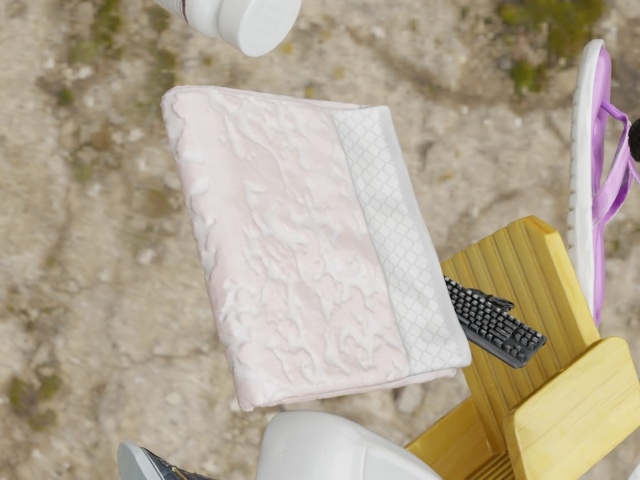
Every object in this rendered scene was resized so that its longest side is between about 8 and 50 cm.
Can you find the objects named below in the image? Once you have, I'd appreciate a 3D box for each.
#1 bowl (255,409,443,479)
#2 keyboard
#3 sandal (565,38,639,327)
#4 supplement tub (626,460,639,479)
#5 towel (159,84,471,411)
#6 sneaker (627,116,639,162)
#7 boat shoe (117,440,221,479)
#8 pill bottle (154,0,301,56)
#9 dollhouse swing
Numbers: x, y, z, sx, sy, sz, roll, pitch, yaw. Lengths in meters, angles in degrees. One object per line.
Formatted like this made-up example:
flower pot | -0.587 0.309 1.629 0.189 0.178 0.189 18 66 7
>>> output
bowl | 0.026 0.164 0.750 0.142 0.053 0.142 35 47 -41
keyboard | 0.192 0.085 1.756 0.108 0.180 0.023 -35 152 -52
sandal | 0.396 -0.070 1.978 0.169 0.102 0.416 -44 136 -70
supplement tub | 0.336 0.314 1.152 0.241 0.241 0.331 -40 145 -21
towel | 0.000 0.000 1.491 0.317 0.053 0.331 -2 69 -43
sneaker | 0.323 -0.097 1.211 0.089 0.170 0.051 -5 81 -17
boat shoe | -0.174 0.299 1.726 0.083 0.183 0.065 -8 121 -34
pill bottle | -0.134 -0.305 1.625 0.121 0.221 0.121 -40 152 -27
dollhouse swing | 0.204 0.189 1.923 0.315 0.347 0.305 -32 89 -31
